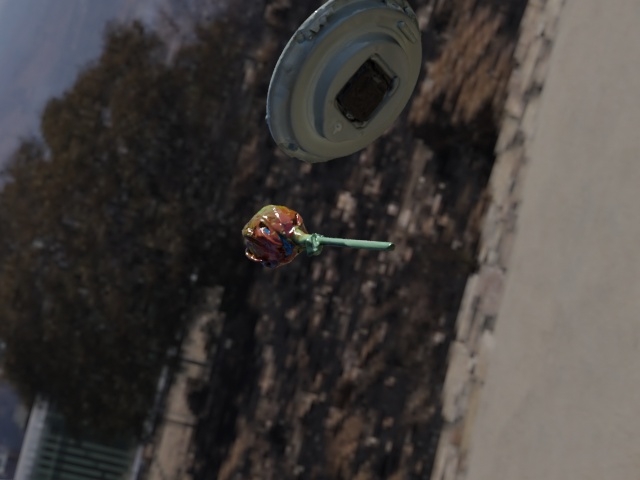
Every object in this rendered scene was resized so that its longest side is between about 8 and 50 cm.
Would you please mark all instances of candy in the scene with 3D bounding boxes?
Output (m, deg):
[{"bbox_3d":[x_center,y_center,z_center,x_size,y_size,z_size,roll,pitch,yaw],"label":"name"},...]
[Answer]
[{"bbox_3d":[0.000,0.000,1.223,0.201,0.060,0.060,6,79,53],"label":"candy"}]

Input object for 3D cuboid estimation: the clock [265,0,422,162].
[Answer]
[{"bbox_3d":[0.042,-0.189,1.625,0.053,0.236,0.236,39,117,35],"label":"clock"}]
